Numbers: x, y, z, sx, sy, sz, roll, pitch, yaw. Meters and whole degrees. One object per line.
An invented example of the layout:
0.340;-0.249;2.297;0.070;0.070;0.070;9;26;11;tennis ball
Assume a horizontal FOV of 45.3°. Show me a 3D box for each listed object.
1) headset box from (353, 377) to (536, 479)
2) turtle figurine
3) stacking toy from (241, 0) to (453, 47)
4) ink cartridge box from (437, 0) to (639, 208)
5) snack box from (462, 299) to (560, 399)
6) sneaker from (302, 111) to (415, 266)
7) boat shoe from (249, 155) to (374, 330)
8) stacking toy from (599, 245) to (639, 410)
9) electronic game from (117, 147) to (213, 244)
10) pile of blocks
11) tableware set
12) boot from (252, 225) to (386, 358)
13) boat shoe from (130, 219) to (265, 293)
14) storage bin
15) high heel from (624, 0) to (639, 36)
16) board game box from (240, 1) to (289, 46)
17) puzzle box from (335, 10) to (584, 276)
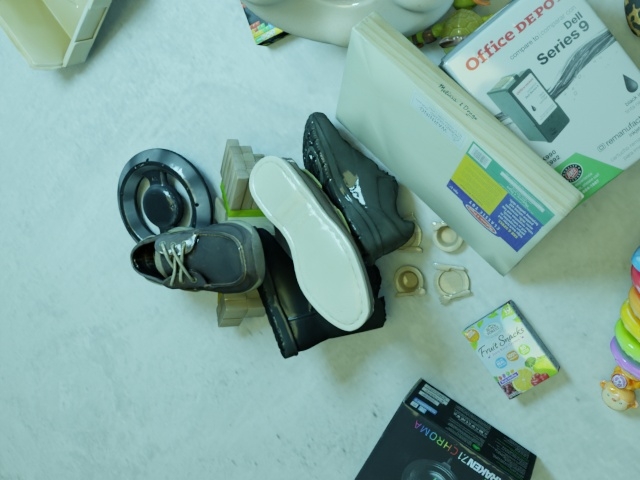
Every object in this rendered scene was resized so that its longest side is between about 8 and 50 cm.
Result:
0.196;0.438;1.355;0.246;0.131;0.283;34;111;14;headset box
0.247;-0.310;1.227;0.270;0.087;0.217;-2;99;23;turtle figurine
0.054;-0.577;1.179;0.351;0.350;0.479;1;75;22;stacking toy
0.342;-0.216;1.134;0.211;0.121;0.289;-39;96;11;ink cartridge box
0.324;0.187;1.309;0.100;0.037;0.141;-37;84;23;snack box
0.062;-0.099;1.331;0.130;0.109;0.286;-23;83;-19;sneaker
0.000;0.000;1.263;0.116;0.097;0.324;-41;70;23;boat shoe
0.513;0.153;1.183;0.175;0.166;0.301;34;125;23;stacking toy
-0.310;-0.069;1.519;0.229;0.048;0.229;8;109;25;electronic game
-0.131;-0.009;1.442;0.113;0.149;0.362;-1;114;-20;pile of blocks
0.188;0.032;1.348;0.141;0.020;0.168;-5;97;23;tableware set
-0.006;0.066;1.352;0.207;0.094;0.246;-20;90;-15;boot
-0.223;0.042;1.336;0.355;0.130;0.132;-6;98;54;boat shoe
-0.524;-0.500;1.444;0.260;0.123;0.262;53;136;6;storage bin
0.573;-0.357;1.077;0.186;0.093;0.261;49;122;1;high heel
-0.059;-0.442;1.352;0.170;0.048;0.141;-20;92;24;board game box
0.192;-0.137;1.195;0.052;0.272;0.409;-42;79;-17;puzzle box
